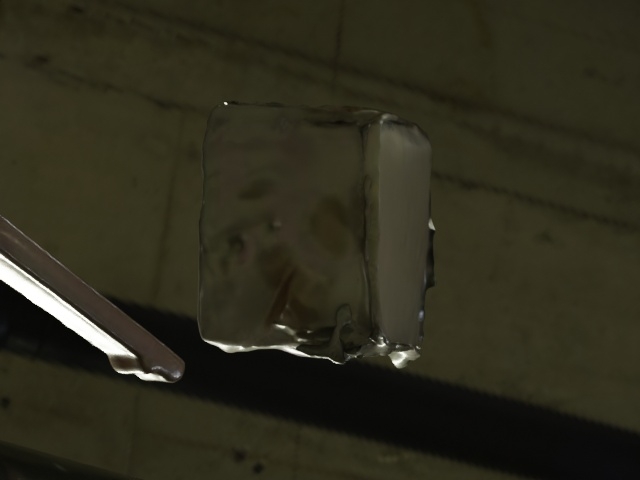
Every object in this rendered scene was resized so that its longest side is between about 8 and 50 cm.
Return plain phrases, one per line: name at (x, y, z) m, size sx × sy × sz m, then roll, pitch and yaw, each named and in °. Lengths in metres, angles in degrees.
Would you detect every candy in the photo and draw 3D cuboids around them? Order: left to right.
candy at (0.000, 0.000, 1.165) m, size 0.137 × 0.195 × 0.185 m, roll 0°, pitch -91°, yaw 14°

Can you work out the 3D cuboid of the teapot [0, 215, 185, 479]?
teapot at (-0.150, 0.161, 0.761) m, size 0.344 × 0.253 × 0.300 m, roll 45°, pitch -126°, yaw -43°
